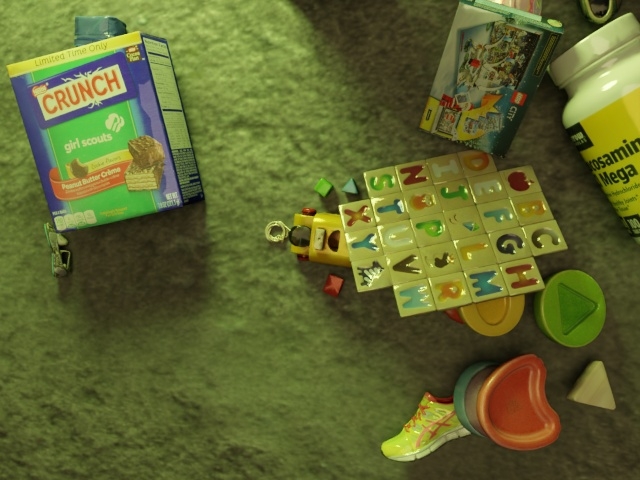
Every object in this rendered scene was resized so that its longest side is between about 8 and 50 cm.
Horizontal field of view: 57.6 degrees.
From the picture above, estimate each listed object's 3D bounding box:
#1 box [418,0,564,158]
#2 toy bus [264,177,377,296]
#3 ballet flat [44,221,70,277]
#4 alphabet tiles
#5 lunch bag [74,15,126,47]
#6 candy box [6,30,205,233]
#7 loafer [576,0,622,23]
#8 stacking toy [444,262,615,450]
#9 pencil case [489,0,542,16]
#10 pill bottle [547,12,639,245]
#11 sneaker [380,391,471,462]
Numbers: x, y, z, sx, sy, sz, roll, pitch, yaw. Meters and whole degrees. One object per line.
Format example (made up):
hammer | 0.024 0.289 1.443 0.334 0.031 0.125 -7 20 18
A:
box | 0.270 -0.261 0.951 0.159 0.044 0.233 20 136 8
toy bus | 0.012 -0.004 1.052 0.202 0.104 0.191 -39 86 10
ballet flat | -0.535 0.017 1.192 0.041 0.041 0.114 -8 92 11
alphabet tiles | 0.212 -0.023 0.970 0.342 0.011 0.285 -12 60 1
lunch bag | -0.428 -0.392 1.125 0.098 0.067 0.065 2 94 10
candy box | -0.392 -0.197 1.090 0.268 0.122 0.317 -11 98 11
loafer | 0.425 -0.475 0.911 0.096 0.084 0.268 -12 113 30
stacking toy | 0.347 0.186 1.017 0.279 0.130 0.309 -5 86 -17
pencil case | 0.309 -0.453 0.961 0.124 0.124 0.284 4 95 10
pill bottle | 0.504 -0.170 0.909 0.188 0.188 0.334 -31 87 11
sneaker | 0.197 0.325 1.057 0.208 0.081 0.094 -27 89 0
